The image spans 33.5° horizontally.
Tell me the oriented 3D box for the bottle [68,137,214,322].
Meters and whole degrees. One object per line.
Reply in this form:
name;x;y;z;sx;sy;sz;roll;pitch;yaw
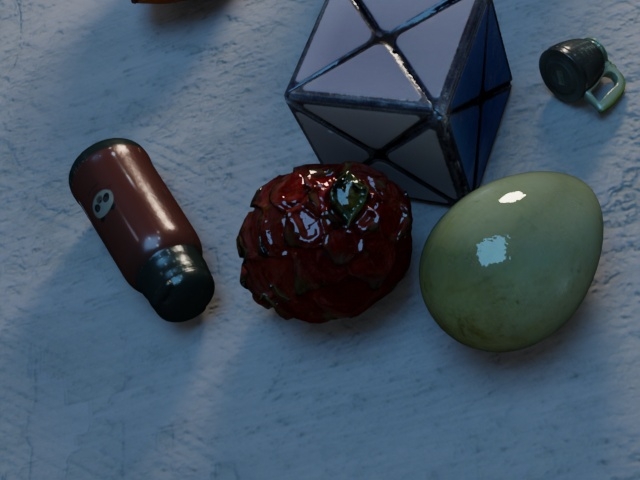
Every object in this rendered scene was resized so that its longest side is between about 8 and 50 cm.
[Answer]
bottle;-0.284;-0.011;1.712;0.144;0.144;0.336;-34;57;-2

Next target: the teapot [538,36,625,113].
teapot;0.409;-0.261;1.653;0.090;0.124;0.092;-35;12;-21

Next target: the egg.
egg;0.267;0.020;1.448;0.218;0.218;0.295;32;63;32

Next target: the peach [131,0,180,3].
peach;-0.267;-0.592;1.978;0.281;0.281;0.338;32;75;32

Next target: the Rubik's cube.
Rubik's cube;0.127;-0.233;1.622;0.254;0.260;0.259;10;62;24

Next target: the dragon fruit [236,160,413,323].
dragon fruit;0.000;0.000;1.547;0.298;0.244;0.244;-26;52;34
